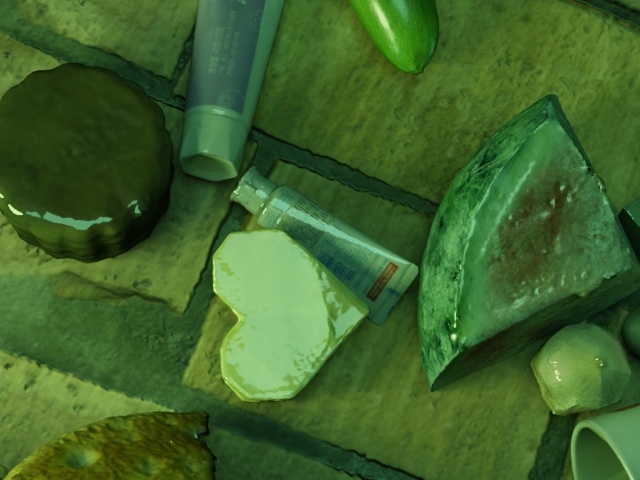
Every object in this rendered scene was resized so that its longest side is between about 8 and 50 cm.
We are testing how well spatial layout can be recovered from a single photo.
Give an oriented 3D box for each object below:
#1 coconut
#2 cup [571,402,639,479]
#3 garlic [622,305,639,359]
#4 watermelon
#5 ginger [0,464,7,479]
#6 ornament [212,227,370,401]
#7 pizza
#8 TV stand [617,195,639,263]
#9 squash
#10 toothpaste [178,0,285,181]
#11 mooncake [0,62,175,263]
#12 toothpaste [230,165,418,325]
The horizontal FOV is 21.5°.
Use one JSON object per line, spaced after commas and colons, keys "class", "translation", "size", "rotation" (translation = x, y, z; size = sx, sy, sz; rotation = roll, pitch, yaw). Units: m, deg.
{"class": "coconut", "translation": [0.303, 0.151, 1.942], "size": [0.110, 0.124, 0.110], "rotation": [1, 79, -8]}
{"class": "cup", "translation": [0.467, 0.255, 1.884], "size": [0.317, 0.212, 0.212], "rotation": [-17, 75, -12]}
{"class": "garlic", "translation": [0.432, 0.109, 1.961], "size": [0.124, 0.174, 0.099], "rotation": [-11, 99, -22]}
{"class": "watermelon", "translation": [0.258, 0.010, 1.952], "size": [0.258, 0.228, 0.387], "rotation": [24, 77, -8]}
{"class": "ginger", "translation": [-0.457, 0.291, 1.826], "size": [0.354, 0.126, 0.190], "rotation": [20, 53, 5]}
{"class": "ornament", "translation": [-0.032, 0.083, 1.950], "size": [0.180, 0.059, 0.201], "rotation": [-4, 83, -4]}
{"class": "pizza", "translation": [-0.206, 0.303, 1.761], "size": [0.278, 0.114, 0.409], "rotation": [24, 35, 10]}
{"class": "TV stand", "translation": [0.488, -0.066, 2.052], "size": [0.269, 0.083, 0.088], "rotation": [-33, 77, -13]}
{"class": "squash", "translation": [0.044, -0.386, 2.098], "size": [0.107, 0.107, 0.395], "rotation": [-24, 76, -12]}
{"class": "toothpaste", "translation": [-0.103, -0.253, 2.061], "size": [0.125, 0.080, 0.371], "rotation": [10, 67, -2]}
{"class": "mooncake", "translation": [-0.280, -0.087, 1.967], "size": [0.228, 0.124, 0.228], "rotation": [1, 67, -3]}
{"class": "toothpaste", "translation": [0.000, 0.000, 1.995], "size": [0.234, 0.057, 0.089], "rotation": [37, 110, 7]}
